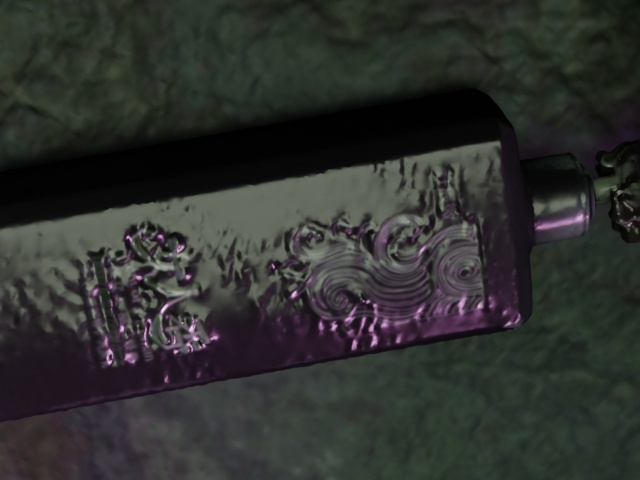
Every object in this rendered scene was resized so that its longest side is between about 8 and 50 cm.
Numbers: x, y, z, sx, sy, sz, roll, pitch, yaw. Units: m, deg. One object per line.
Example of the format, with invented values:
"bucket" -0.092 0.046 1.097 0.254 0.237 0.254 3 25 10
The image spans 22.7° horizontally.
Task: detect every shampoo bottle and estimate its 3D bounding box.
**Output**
"shampoo bottle" 0.000 -0.001 0.664 0.309 0.071 0.098 -11 109 -4
